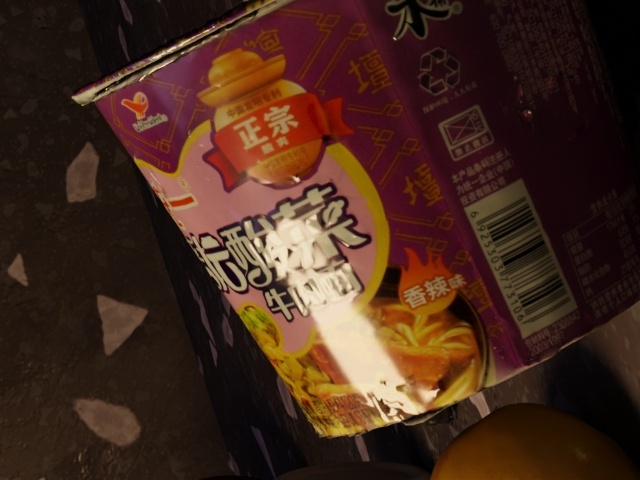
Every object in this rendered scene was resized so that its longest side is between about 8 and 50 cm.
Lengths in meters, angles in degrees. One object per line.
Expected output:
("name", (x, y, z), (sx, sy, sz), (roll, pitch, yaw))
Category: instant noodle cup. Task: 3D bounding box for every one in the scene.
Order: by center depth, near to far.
("instant noodle cup", (0.051, -0.050, 1.178), (0.266, 0.340, 0.340), (63, 169, -7))

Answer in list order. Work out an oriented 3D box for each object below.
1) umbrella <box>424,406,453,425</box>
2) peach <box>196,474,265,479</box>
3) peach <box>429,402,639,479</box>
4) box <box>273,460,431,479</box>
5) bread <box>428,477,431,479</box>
("umbrella", (0.088, 0.075, 1.695), (0.340, 0.118, 0.118), (73, 173, -56))
("peach", (-0.116, 0.529, 2.694), (0.388, 0.388, 0.388), (162, 90, -78))
("peach", (0.178, 0.238, 1.395), (0.251, 0.153, 0.251), (51, 166, 17))
("box", (0.015, 0.351, 2.012), (0.262, 0.291, 0.206), (-27, -65, -83))
("bread", (0.126, 0.279, 1.789), (0.114, 0.111, 0.129), (64, 172, 2))
